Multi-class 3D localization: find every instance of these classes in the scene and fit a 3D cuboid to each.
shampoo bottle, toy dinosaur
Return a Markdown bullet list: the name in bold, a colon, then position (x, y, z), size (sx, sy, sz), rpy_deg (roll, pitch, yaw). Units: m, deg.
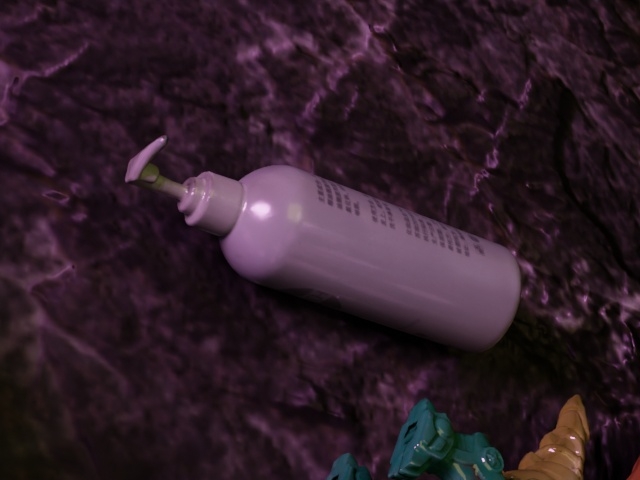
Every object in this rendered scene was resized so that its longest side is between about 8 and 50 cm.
- **shampoo bottle**: position (0.000, 0.000, 0.612), size (0.195, 0.056, 0.056), rpy_deg (19, 55, -28)
- **toy dinosaur**: position (0.065, 0.132, 0.570), size (0.153, 0.094, 0.259), rpy_deg (41, 39, -15)

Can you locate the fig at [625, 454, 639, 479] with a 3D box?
- **fig**: position (0.260, 0.136, 0.638), size (0.263, 0.224, 0.224), rpy_deg (3, 64, -44)
